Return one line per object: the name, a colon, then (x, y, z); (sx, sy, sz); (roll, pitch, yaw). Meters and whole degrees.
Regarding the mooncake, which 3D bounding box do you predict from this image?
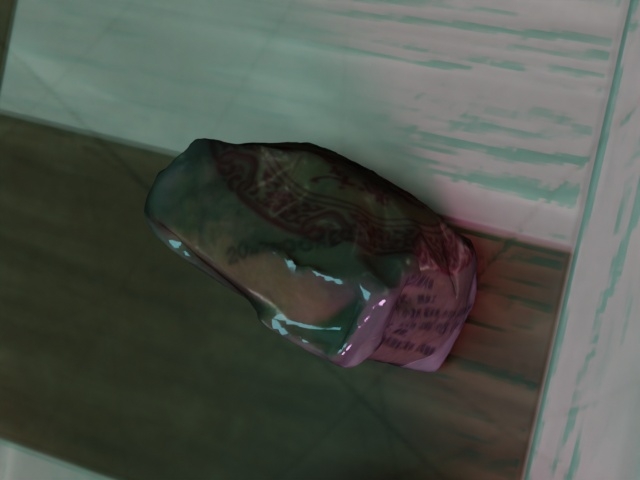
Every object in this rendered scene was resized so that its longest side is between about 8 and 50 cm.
mooncake: (0.000, 0.000, 0.757); (0.130, 0.125, 0.073); (32, 99, 23)
